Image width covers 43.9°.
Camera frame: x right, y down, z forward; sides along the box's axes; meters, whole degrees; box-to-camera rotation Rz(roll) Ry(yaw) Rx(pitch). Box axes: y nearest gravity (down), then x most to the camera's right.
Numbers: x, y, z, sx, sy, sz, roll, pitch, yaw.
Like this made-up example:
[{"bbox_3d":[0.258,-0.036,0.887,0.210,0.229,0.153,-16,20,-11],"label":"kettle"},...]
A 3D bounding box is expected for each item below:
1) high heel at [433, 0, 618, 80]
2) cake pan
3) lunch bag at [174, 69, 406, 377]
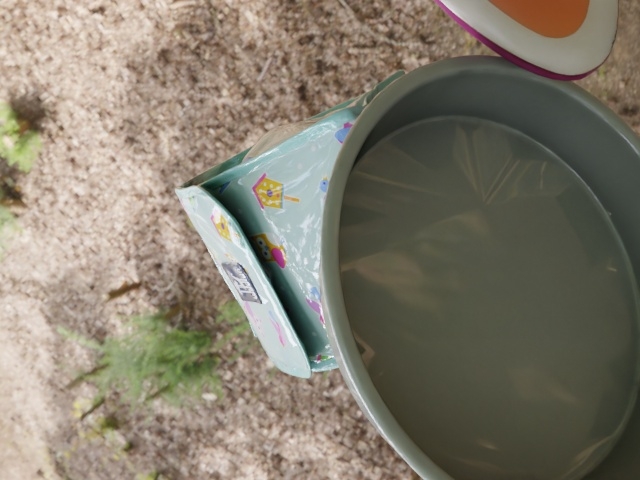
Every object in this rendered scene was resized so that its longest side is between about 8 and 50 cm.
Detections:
[{"bbox_3d":[0.071,-0.263,0.554,0.127,0.181,0.377,-32,88,6],"label":"high heel"},{"bbox_3d":[0.123,0.028,0.493,0.293,0.293,0.054,43,150,-8],"label":"cake pan"},{"bbox_3d":[0.000,0.000,0.744,0.262,0.160,0.223,-21,105,32],"label":"lunch bag"}]
